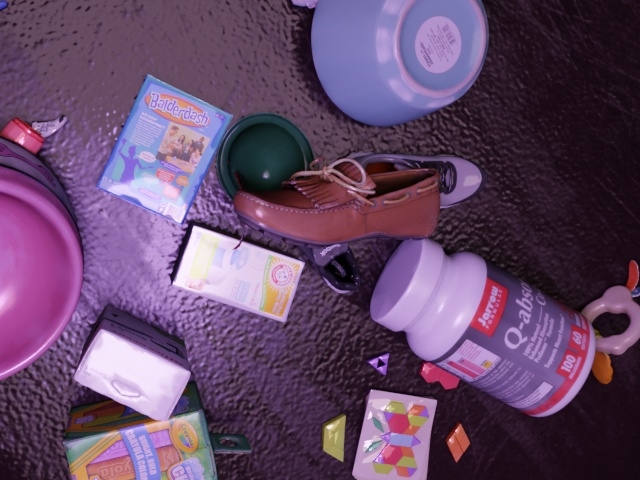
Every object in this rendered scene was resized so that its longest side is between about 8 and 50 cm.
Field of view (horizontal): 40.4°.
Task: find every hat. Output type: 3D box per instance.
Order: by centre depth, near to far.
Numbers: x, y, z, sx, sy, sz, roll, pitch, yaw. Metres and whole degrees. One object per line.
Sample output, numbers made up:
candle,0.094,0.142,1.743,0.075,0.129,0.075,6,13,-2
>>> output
hat,-0.108,-0.119,1.415,0.173,0.183,0.208,-37,83,11

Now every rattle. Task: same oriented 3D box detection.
rattle,0.588,0.159,1.683,0.143,0.130,0.199,49,58,-23

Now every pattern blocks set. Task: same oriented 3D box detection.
pattern blocks set,0.143,0.368,1.628,0.285,0.026,0.325,-4,97,-11

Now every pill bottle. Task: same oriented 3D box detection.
pill bottle,0.283,0.148,1.542,0.363,0.210,0.210,28,89,-13

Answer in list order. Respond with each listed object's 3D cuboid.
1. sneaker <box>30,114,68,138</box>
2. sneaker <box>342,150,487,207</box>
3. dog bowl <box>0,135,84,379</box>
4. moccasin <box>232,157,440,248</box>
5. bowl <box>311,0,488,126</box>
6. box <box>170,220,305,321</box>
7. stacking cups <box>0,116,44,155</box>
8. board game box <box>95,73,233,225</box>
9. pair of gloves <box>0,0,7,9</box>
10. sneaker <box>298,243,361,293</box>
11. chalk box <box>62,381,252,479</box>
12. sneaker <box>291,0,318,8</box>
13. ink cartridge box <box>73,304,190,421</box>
sneaker,-0.460,-0.188,1.442,0.083,0.032,0.037,-37,102,-7
sneaker,0.172,-0.107,1.548,0.271,0.108,0.100,1,93,-13
dog bowl,-0.544,0.044,1.306,0.408,0.150,0.408,-14,118,-29
moccasin,0.039,-0.069,1.368,0.380,0.139,0.147,-1,111,-29
bowl,0.157,-0.338,1.451,0.311,0.163,0.311,-7,105,-26
box,-0.143,0.052,1.496,0.203,0.103,0.114,19,92,-13
stacking cups,-0.569,-0.061,1.400,0.096,0.096,0.316,38,87,-13
board game box,-0.264,-0.152,1.479,0.160,0.047,0.210,25,90,-12
pair of gloves,-0.606,-0.412,1.395,0.159,0.023,0.198,-31,100,-7
sneaker,0.000,0.000,1.520,0.078,0.106,0.234,-40,102,-7
chalk box,-0.265,0.357,1.463,0.289,0.180,0.179,-12,98,-12
sneaker,-0.004,-0.423,1.507,0.083,0.071,0.190,-40,99,8
ink cartridge box,-0.303,0.195,1.417,0.160,0.219,0.092,28,89,-13
